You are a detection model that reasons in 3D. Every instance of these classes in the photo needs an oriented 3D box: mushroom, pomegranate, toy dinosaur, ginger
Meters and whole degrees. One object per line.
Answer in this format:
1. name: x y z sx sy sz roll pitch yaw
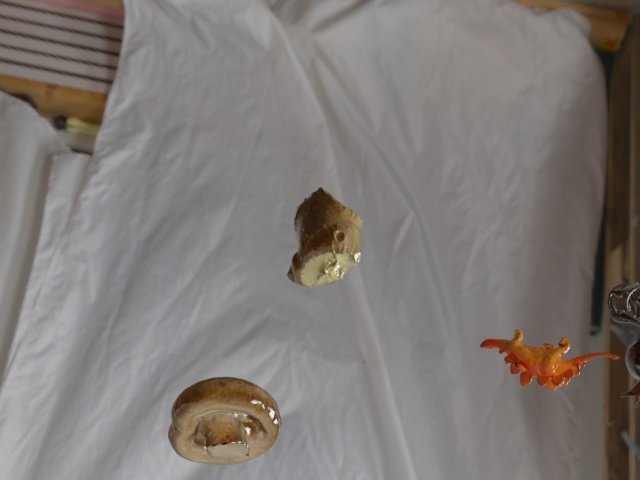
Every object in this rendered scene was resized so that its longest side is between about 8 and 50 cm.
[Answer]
1. mushroom: -0.221 0.412 1.682 0.279 0.146 0.278 -6 133 -6
2. pomegranate: 0.676 0.263 1.517 0.129 0.129 0.159 27 118 -29
3. toy dinosaur: 0.469 0.258 1.560 0.289 0.117 0.070 9 146 29
4. ginger: 0.000 0.000 1.658 0.130 0.221 0.276 31 177 -21

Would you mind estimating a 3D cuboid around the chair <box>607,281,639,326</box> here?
1. chair: 0.707 0.136 1.663 0.095 0.104 0.221 54 180 9
